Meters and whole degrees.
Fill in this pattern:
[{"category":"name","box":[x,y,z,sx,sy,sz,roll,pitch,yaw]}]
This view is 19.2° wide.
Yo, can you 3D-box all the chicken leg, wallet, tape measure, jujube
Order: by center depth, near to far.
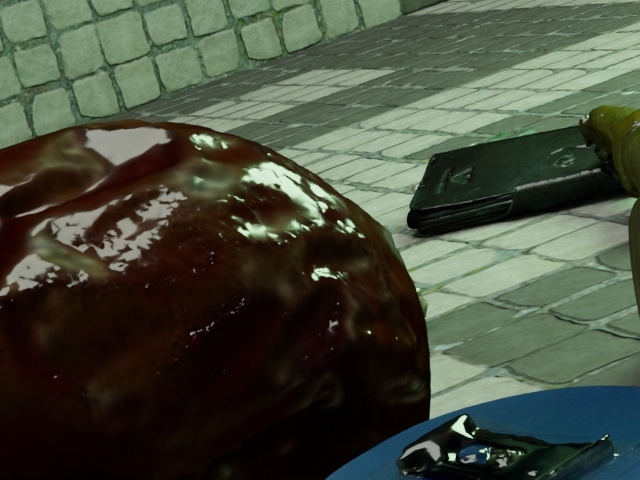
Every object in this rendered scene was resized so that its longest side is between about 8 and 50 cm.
[{"category":"tape measure","box":[0.146,0.115,0.891,0.351,0.097,0.215,-23,14,-39]},{"category":"jujube","box":[-0.126,0.081,1.026,0.377,0.276,0.276,-25,14,-30]},{"category":"chicken leg","box":[0.286,-0.076,1.564,0.103,0.088,0.227,-32,18,-2]},{"category":"wallet","box":[0.238,-0.073,1.739,0.318,0.045,0.172,-10,17,20]}]

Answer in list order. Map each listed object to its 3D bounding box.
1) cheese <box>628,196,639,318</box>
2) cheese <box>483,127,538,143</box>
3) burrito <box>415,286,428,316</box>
[{"category":"cheese","box":[0.338,-0.007,1.097,0.351,0.129,0.328,-13,8,-1]},{"category":"cheese","box":[0.209,-0.099,1.943,0.067,0.026,0.121,-24,14,-31]},{"category":"burrito","box":[-0.012,0.050,1.439,0.188,0.045,0.058,-3,12,2]}]
